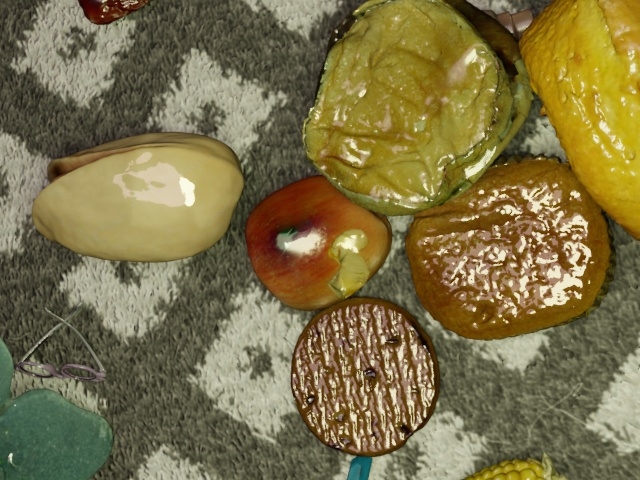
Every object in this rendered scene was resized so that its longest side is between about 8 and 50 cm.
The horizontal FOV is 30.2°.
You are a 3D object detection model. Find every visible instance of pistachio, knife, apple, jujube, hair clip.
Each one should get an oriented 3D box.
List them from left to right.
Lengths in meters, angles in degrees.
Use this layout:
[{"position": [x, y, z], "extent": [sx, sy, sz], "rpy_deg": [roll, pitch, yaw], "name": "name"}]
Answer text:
[{"position": [-0.517, 0.295, 1.548], "extent": [0.238, 0.392, 0.318], "rpy_deg": [-10, 121, 34], "name": "hair clip"}, {"position": [-0.289, -0.363, 1.709], "extent": [0.129, 0.077, 0.077], "rpy_deg": [-27, 78, 6], "name": "jujube"}, {"position": [-0.244, -0.063, 1.607], "extent": [0.299, 0.187, 0.188], "rpy_deg": [-4, 83, 13], "name": "pistachio"}, {"position": [0.000, 0.000, 1.540], "extent": [0.199, 0.199, 0.199], "rpy_deg": [-2, 84, 16], "name": "apple"}, {"position": [0.030, 0.377, 1.465], "extent": [0.044, 0.297, 0.026], "rpy_deg": [-21, 120, 29], "name": "knife"}]

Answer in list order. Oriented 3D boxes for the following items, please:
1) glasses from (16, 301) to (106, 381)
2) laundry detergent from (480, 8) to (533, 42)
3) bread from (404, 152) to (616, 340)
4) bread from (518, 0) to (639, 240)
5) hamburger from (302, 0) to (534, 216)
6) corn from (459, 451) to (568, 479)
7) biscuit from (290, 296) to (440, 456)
[{"position": [-0.366, 0.145, 1.707], "extent": [0.139, 0.062, 0.104], "rpy_deg": [-1, 62, 16], "name": "glasses"}, {"position": [0.177, -0.208, 1.557], "extent": [0.237, 0.076, 0.171], "rpy_deg": [-16, 81, 12], "name": "laundry detergent"}, {"position": [0.238, 0.007, 1.483], "extent": [0.253, 0.142, 0.228], "rpy_deg": [-7, 89, 14], "name": "bread"}, {"position": [0.389, -0.156, 1.376], "extent": [0.204, 0.336, 0.358], "rpy_deg": [-38, 71, 34], "name": "bread"}, {"position": [0.116, -0.168, 1.452], "extent": [0.265, 0.134, 0.285], "rpy_deg": [42, 93, 20], "name": "hamburger"}, {"position": [0.141, 0.395, 1.474], "extent": [0.387, 0.144, 0.144], "rpy_deg": [-33, 77, 12], "name": "corn"}, {"position": [0.057, 0.179, 1.572], "extent": [0.212, 0.036, 0.212], "rpy_deg": [-2, 82, 16], "name": "biscuit"}]
